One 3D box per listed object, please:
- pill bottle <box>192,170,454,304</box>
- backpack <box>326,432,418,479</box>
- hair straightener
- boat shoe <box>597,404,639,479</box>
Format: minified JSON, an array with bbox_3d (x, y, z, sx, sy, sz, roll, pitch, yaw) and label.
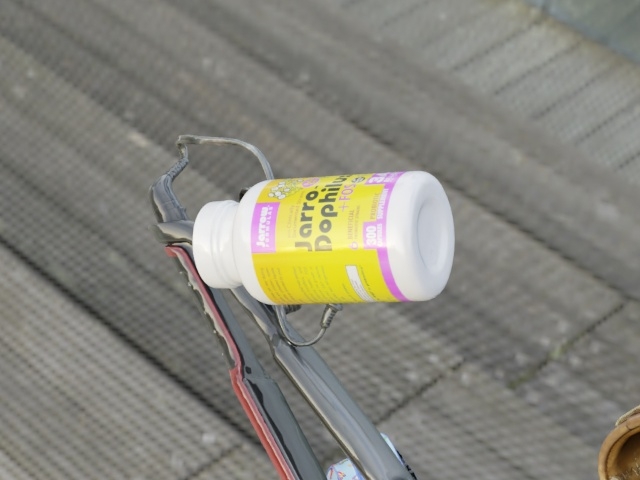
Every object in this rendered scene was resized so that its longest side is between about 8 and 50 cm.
[{"bbox_3d":[0.000,0.000,0.586,0.083,0.043,0.043,-3,34,26],"label":"pill bottle"},{"bbox_3d":[0.047,0.274,1.623,0.117,0.158,0.173,-13,42,-12],"label":"backpack"},{"bbox_3d":[-0.015,0.034,0.875,0.230,0.089,0.047,61,17,22],"label":"hair straightener"},{"bbox_3d":[0.231,0.121,0.881,0.120,0.324,0.122,-18,84,-11],"label":"boat shoe"}]
